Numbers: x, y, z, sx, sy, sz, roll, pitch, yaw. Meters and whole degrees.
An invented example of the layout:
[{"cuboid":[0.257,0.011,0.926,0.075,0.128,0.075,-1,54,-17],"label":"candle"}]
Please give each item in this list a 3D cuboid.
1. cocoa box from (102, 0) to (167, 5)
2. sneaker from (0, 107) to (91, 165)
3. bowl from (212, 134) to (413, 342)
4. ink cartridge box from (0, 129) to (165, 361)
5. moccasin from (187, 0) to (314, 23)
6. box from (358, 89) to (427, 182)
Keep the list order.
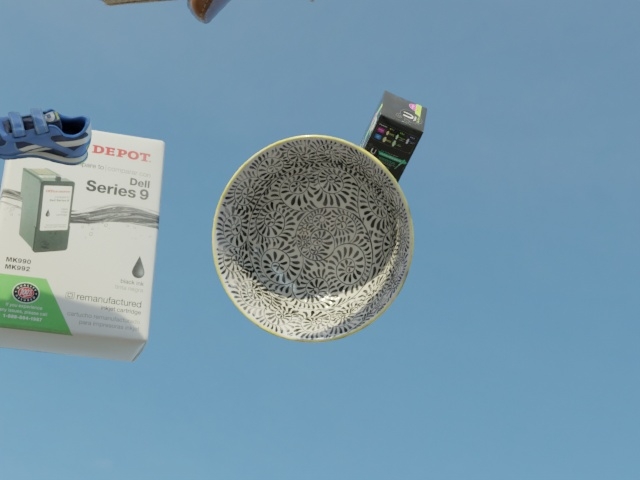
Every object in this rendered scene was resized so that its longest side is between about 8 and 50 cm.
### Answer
[{"cuboid":[-0.039,-0.337,0.602,0.228,0.231,0.347,-8,-55,-17],"label":"cocoa box"},{"cuboid":[-0.326,-0.125,1.220,0.144,0.053,0.059,1,-40,-35],"label":"sneaker"},{"cuboid":[0.000,0.000,0.918,0.170,0.170,0.080,7,-1,12],"label":"bowl"},{"cuboid":[-0.329,0.000,1.437,0.211,0.289,0.121,8,-22,-17],"label":"ink cartridge box"},{"cuboid":[-0.025,-0.429,1.538,0.147,0.380,0.139,53,-9,-2],"label":"moccasin"},{"cuboid":[0.073,-0.105,1.152,0.052,0.062,0.083,22,-58,-5],"label":"box"}]
